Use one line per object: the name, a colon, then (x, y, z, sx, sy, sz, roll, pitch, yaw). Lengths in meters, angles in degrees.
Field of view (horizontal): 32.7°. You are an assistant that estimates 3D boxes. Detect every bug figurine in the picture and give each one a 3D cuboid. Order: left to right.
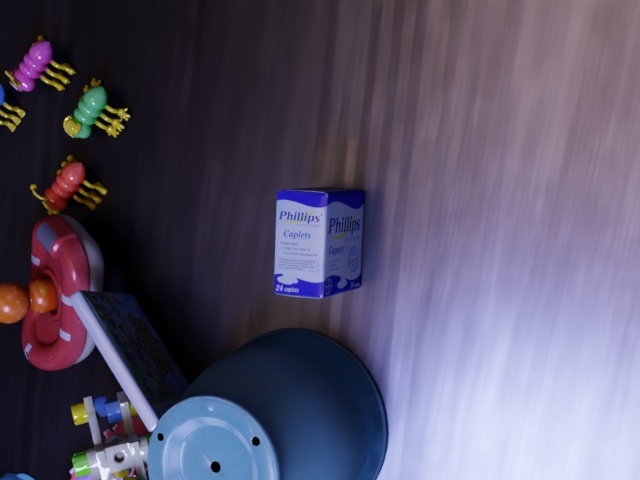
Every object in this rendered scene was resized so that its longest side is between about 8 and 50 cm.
bug figurine: (-0.418, -0.179, 1.633, 0.279, 0.072, 0.216, 41, 108, 16)

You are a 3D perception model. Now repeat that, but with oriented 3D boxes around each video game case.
video game case: (-0.250, 0.163, 1.518, 0.023, 0.193, 0.212, -35, 79, 7)

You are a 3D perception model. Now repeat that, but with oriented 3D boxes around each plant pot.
plant pot: (-0.082, 0.265, 1.418, 0.271, 0.255, 0.272, 1, 94, 23)

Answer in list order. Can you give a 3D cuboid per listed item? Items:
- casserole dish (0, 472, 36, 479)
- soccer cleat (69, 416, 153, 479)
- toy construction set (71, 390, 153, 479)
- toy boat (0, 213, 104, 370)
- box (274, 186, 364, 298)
casserole dish: (-0.497, 0.459, 1.731, 0.114, 0.037, 0.188, 25, 104, 21)
soccer cleat: (-0.318, 0.356, 1.625, 0.095, 0.083, 0.248, 43, 106, 10)
toy construction set: (-0.246, 0.377, 1.489, 0.151, 0.215, 0.328, -27, 105, -11)
toy boat: (-0.406, 0.083, 1.573, 0.151, 0.151, 0.231, 40, 130, 43)
box: (0.000, 0.000, 1.434, 0.072, 0.126, 0.137, 4, 95, 24)
